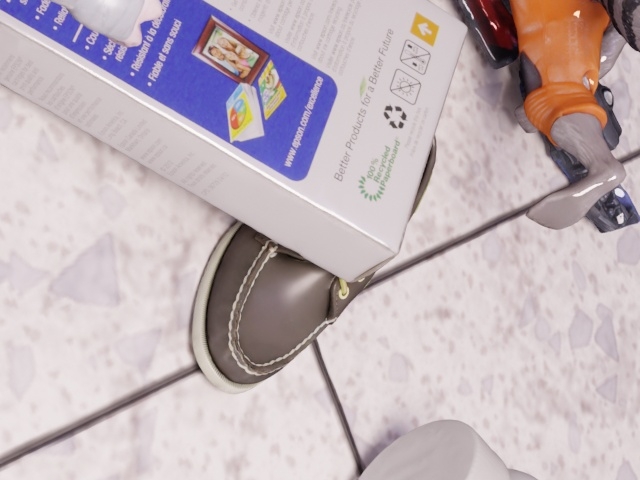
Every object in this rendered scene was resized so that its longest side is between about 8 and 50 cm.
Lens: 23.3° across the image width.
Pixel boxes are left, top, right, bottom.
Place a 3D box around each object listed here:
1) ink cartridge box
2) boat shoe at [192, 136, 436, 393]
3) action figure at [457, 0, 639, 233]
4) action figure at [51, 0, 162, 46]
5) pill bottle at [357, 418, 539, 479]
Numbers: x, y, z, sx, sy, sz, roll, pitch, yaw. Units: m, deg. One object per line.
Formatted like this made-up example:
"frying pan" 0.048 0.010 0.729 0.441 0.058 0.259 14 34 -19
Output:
"ink cartridge box" -0.095 -0.140 0.871 0.371 0.069 0.176 31 57 -19
"boat shoe" 0.000 0.000 0.949 0.081 0.068 0.228 51 48 -21
"action figure" 0.195 -0.144 1.090 0.341 0.178 0.330 57 27 -21
"action figure" -0.220 -0.143 0.606 0.275 0.370 0.248 -5 41 -27
"pill bottle" 0.119 0.219 0.960 0.221 0.121 0.121 49 49 -22
